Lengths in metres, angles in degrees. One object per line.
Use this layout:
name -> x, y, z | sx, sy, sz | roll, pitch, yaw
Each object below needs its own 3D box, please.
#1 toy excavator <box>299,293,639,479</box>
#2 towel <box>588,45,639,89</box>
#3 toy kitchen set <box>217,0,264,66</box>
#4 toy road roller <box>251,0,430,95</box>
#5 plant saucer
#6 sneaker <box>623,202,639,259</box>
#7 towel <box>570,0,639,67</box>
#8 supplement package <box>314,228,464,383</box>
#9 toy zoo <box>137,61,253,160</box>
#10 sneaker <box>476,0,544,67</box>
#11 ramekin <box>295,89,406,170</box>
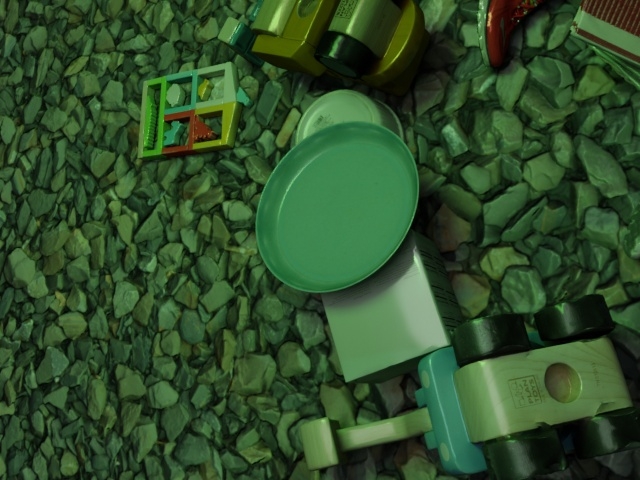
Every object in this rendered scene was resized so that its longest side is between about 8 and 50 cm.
toy excavator -> 0.214, 0.279, 1.148 | 0.432, 0.445, 0.222 | -8, 70, -17
towel -> 0.643, -0.331, 1.132 | 0.317, 0.053, 0.332 | -44, 64, 13
toy kitchen set -> -0.077, -0.458, 1.493 | 0.166, 0.122, 0.207 | 31, 95, 29
toy road roller -> 0.053, -0.389, 1.364 | 0.329, 0.240, 0.203 | 25, 91, 44
plant saucer -> 0.030, -0.056, 1.248 | 0.317, 0.043, 0.318 | -13, 63, 26
sneaker -> 0.569, -0.087, 1.090 | 0.115, 0.105, 0.281 | 21, 109, 1
towel -> 0.553, -0.414, 1.098 | 0.237, 0.037, 0.329 | 25, 94, 2
supplement package -> 0.127, 0.120, 1.249 | 0.194, 0.149, 0.203 | -24, 69, 21
toy zoo -> -0.281, -0.289, 1.617 | 0.293, 0.030, 0.192 | -4, 78, 27
sneaker -> 0.356, -0.439, 1.277 | 0.118, 0.107, 0.279 | 17, 88, 24
ramekin -> 0.049, -0.187, 1.379 | 0.207, 0.109, 0.207 | -6, 77, 27
